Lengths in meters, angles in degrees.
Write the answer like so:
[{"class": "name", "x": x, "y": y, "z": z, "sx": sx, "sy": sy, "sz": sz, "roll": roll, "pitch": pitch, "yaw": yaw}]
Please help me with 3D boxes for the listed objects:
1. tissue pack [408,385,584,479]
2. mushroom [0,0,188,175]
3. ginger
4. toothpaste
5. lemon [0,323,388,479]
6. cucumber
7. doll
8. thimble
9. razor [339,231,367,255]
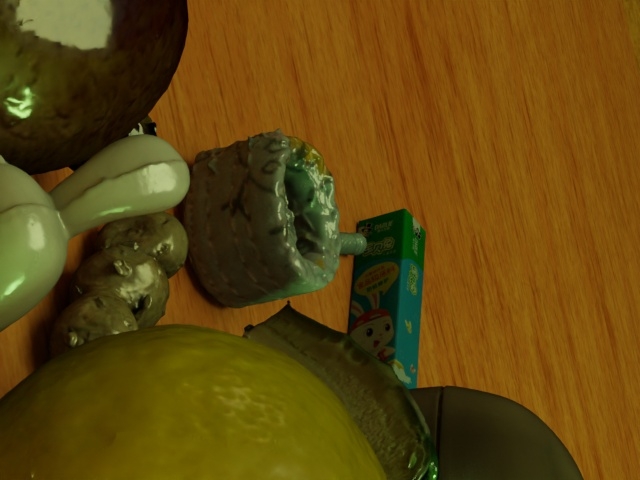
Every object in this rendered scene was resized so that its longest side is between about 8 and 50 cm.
[{"class": "tissue pack", "x": 0.120, "y": 0.333, "z": 1.630, "sx": 0.267, "sy": 0.277, "sz": 0.387, "roll": 66, "pitch": 21, "yaw": -52}, {"class": "mushroom", "x": -0.255, "y": -0.197, "z": 1.304, "sx": 0.334, "sy": 0.356, "sz": 0.331, "roll": -9, "pitch": 86, "yaw": -27}, {"class": "ginger", "x": -0.164, "y": 0.047, "z": 1.477, "sx": 0.204, "sy": 0.080, "sz": 0.104, "roll": -74, "pitch": 165, "yaw": -44}, {"class": "toothpaste", "x": 0.068, "y": 0.089, "z": 1.946, "sx": 0.050, "sy": 0.065, "sz": 0.266, "roll": 46, "pitch": 38, "yaw": -41}, {"class": "lemon", "x": -0.103, "y": 0.217, "z": 1.225, "sx": 0.348, "sy": 0.348, "sz": 0.348, "roll": 41, "pitch": 42, "yaw": -50}, {"class": "cucumber", "x": 0.009, "y": 0.166, "z": 1.474, "sx": 0.145, "sy": 0.325, "sz": 0.105, "roll": -37, "pitch": 119, "yaw": -15}, {"class": "doll", "x": -0.237, "y": 0.011, "z": 1.158, "sx": 0.237, "sy": 0.252, "sz": 0.111, "roll": 5, "pitch": 51, "yaw": -52}, {"class": "thimble", "x": -0.056, "y": -0.018, "z": 1.686, "sx": 0.127, "sy": 0.118, "sz": 0.151, "roll": 30, "pitch": 52, "yaw": -53}, {"class": "razor", "x": 0.000, "y": 0.000, "z": 1.868, "sx": 0.232, "sy": 0.068, "sz": 0.106, "roll": -1, "pitch": 78, "yaw": -69}]
